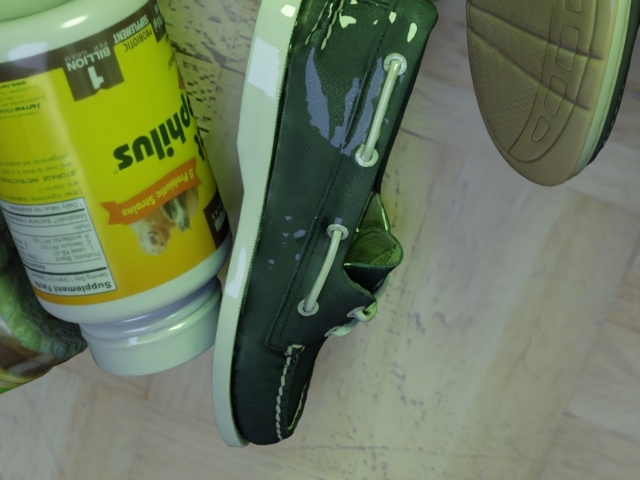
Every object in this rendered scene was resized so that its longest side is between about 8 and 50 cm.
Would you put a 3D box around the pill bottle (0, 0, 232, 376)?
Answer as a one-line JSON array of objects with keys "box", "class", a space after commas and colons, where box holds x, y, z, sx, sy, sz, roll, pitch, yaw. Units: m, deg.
[{"box": [-0.120, -0.036, 0.829, 0.117, 0.117, 0.215, -7, 117, 20], "class": "pill bottle"}]

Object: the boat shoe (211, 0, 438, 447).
[{"box": [0.000, 0.000, 0.816, 0.091, 0.114, 0.302, 12, 128, 6], "class": "boat shoe"}]

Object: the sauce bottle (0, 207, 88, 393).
[{"box": [-0.297, 0.081, 0.956, 0.344, 0.111, 0.111, -25, 109, 28], "class": "sauce bottle"}]

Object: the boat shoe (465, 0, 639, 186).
[{"box": [0.132, -0.162, 0.693, 0.103, 0.092, 0.285, 32, 131, 48], "class": "boat shoe"}]
